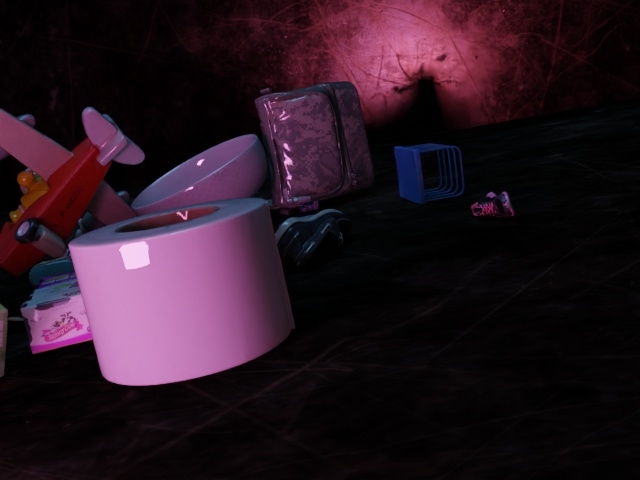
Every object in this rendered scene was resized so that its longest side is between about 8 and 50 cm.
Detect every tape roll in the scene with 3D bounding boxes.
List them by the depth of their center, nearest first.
[{"bbox_3d":[-0.169,0.054,1.015,0.246,0.169,0.246,-12,10,2],"label":"tape roll"}]

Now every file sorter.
[{"bbox_3d":[0.240,-0.153,1.826,0.104,0.118,0.170,-9,10,-8],"label":"file sorter"}]

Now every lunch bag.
[{"bbox_3d":[-0.032,-0.232,2.044,0.256,0.305,0.212,-16,8,-42],"label":"lunch bag"}]

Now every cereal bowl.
[{"bbox_3d":[-0.266,-0.110,1.948,0.339,0.141,0.339,-27,17,9],"label":"cereal bowl"}]

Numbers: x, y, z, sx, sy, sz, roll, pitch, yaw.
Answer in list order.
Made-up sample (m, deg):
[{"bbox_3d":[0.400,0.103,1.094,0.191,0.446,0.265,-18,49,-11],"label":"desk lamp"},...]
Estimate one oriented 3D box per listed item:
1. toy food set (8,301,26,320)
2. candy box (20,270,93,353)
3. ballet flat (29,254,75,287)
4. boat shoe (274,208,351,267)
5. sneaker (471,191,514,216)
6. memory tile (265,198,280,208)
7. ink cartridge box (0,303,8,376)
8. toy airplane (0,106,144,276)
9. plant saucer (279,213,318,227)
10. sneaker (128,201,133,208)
[{"bbox_3d":[-0.487,0.112,1.451,0.078,0.019,0.122,-3,13,39],"label":"toy food set"},{"bbox_3d":[-0.357,0.094,1.266,0.159,0.071,0.233,-13,10,-9],"label":"candy box"},{"bbox_3d":[-0.465,0.053,1.623,0.206,0.073,0.067,-8,-4,-1],"label":"ballet flat"},{"bbox_3d":[0.000,0.000,1.437,0.079,0.084,0.233,34,21,18],"label":"boat shoe"},{"bbox_3d":[0.302,-0.057,1.460,0.057,0.047,0.119,-19,4,-7],"label":"sneaker"},{"bbox_3d":[-0.114,-0.100,2.203,0.113,0.012,0.148,-19,13,-35],"label":"memory tile"},{"bbox_3d":[-0.556,0.123,0.986,0.201,0.117,0.278,31,32,25],"label":"ink cartridge box"},{"bbox_3d":[-0.607,-0.143,1.932,0.384,0.386,0.272,-20,26,-41],"label":"toy airplane"},{"bbox_3d":[-0.026,-0.032,1.719,0.119,0.021,0.119,-11,11,2],"label":"plant saucer"},{"bbox_3d":[-0.528,-0.058,2.227,0.090,0.081,0.232,-7,10,-17],"label":"sneaker"}]
